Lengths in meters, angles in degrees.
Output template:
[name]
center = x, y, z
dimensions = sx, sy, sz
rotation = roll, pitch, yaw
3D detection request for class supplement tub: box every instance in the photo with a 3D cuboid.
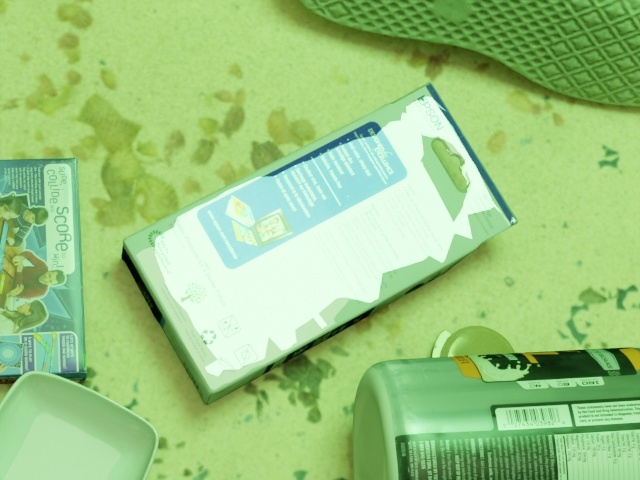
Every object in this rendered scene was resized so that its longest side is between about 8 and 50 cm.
[supplement tub]
center = 0.196, 0.191, 1.367
dimensions = 0.316, 0.193, 0.193
rotation = -2, 74, -10

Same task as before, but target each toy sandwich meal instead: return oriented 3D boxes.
[toy sandwich meal]
center = 0.141, 0.118, 1.468
dimensions = 0.085, 0.029, 0.085
rotation = 4, 72, -13

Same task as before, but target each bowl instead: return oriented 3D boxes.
[bowl]
center = -0.225, 0.198, 1.371
dimensions = 0.142, 0.053, 0.142
rotation = 26, 71, -2

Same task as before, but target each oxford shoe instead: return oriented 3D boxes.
[oxford shoe]
center = 0.192, -0.245, 1.524
dimensions = 0.449, 0.169, 0.130
rotation = 15, 52, -3

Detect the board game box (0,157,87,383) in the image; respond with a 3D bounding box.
[board game box]
center = -0.280, 0.027, 1.422
dimensions = 0.136, 0.035, 0.201
rotation = -1, 74, -9

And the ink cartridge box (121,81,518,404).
[ink cartridge box]
center = 0.000, 0.000, 1.461
dimensions = 0.332, 0.065, 0.165
rotation = -27, 79, -14
